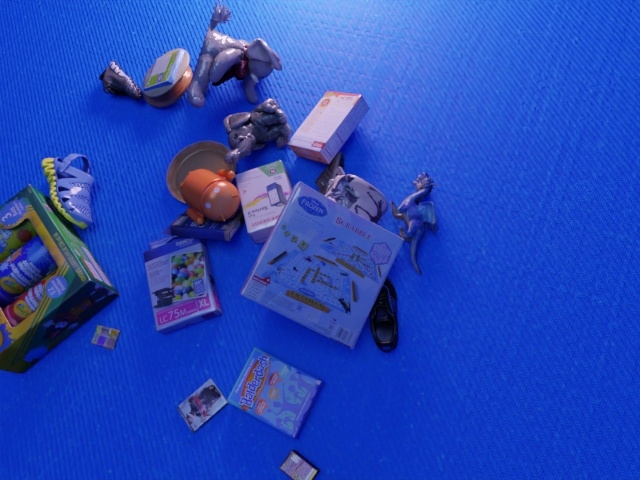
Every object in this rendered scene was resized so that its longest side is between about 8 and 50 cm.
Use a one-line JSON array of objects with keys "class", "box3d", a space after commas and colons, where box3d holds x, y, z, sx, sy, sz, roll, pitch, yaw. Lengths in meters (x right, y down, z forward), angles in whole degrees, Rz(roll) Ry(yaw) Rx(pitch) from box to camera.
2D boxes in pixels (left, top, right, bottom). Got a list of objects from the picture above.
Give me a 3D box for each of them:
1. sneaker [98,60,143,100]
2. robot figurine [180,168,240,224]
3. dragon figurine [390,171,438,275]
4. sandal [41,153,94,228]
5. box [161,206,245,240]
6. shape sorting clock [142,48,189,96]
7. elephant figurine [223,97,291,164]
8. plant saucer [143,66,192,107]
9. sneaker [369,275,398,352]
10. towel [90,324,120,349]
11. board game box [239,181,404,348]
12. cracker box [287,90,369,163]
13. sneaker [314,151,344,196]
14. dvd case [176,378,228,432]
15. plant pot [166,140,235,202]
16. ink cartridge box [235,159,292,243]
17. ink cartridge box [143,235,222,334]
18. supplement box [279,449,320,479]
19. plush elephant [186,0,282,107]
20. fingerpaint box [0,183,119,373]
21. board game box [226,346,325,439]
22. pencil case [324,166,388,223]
[{"class": "sneaker", "box3d": [-0.730, -0.558, 1.827, 0.106, 0.078, 0.234, -42, 63, -5]}, {"class": "robot figurine", "box3d": [-0.325, -0.136, 1.491, 0.158, 0.128, 0.220, -30, 44, -32]}, {"class": "dragon figurine", "box3d": [0.286, -0.059, 1.413, 0.144, 0.085, 0.288, -16, 64, 5]}, {"class": "sandal", "box3d": [-0.814, -0.179, 1.662, 0.138, 0.126, 0.317, -29, 67, -6]}, {"class": "box", "box3d": [-0.356, -0.055, 1.527, 0.226, 0.036, 0.136, 4, 32, 13]}, {"class": "shape sorting clock", "box3d": [-0.537, -0.583, 1.749, 0.206, 0.040, 0.206, -17, 56, 27]}, {"class": "elephant figurine", "box3d": [-0.228, -0.338, 1.582, 0.240, 0.186, 0.169, -30, 87, -12]}, {"class": "plant saucer", "box3d": [-0.553, -0.568, 1.796, 0.200, 0.037, 0.199, -9, 64, 18]}, {"class": "sneaker", "box3d": [0.167, 0.179, 1.335, 0.082, 0.090, 0.232, -10, 67, 7]}, {"class": "towel", "box3d": [-0.639, 0.287, 1.493, 0.084, 0.009, 0.060, 12, 72, 15]}, {"class": "board game box", "box3d": [0.008, 0.065, 1.284, 0.319, 0.066, 0.317, 29, 82, -12]}, {"class": "cracker box", "box3d": [0.024, -0.356, 1.571, 0.156, 0.067, 0.232, 24, 72, 43]}, {"class": "sneaker", "box3d": [0.019, -0.190, 1.530, 0.071, 0.066, 0.188, 10, 70, 16]}, {"class": "dvd case", "box3d": [-0.320, 0.447, 1.362, 0.119, 0.013, 0.087, -40, 66, -6]}, {"class": "plant pot", "box3d": [-0.386, -0.218, 1.640, 0.237, 0.032, 0.236, -4, 68, 9]}, {"class": "ink cartridge box", "box3d": [-0.157, -0.115, 1.520, 0.155, 0.093, 0.212, -17, 67, 3]}, {"class": "ink cartridge box", "box3d": [-0.420, 0.103, 1.500, 0.186, 0.065, 0.310, -20, 64, 2]}, {"class": "supplement box", "box3d": [-0.051, 0.567, 1.243, 0.083, 0.043, 0.055, 32, 77, 20]}, {"class": "plush elephant", "box3d": [-0.273, -0.579, 1.671, 0.256, 0.272, 0.329, 18, 107, -19]}, {"class": "fingerpaint box", "box3d": [-0.905, 0.109, 1.534, 0.371, 0.163, 0.445, -40, 66, -7]}, {"class": "board game box", "box3d": [-0.118, 0.399, 1.324, 0.211, 0.047, 0.160, 21, 73, 19]}, {"class": "pencil case", "box3d": [0.000, 0.000, 1.402, 0.184, 0.160, 0.410, 38, 79, 9]}]
